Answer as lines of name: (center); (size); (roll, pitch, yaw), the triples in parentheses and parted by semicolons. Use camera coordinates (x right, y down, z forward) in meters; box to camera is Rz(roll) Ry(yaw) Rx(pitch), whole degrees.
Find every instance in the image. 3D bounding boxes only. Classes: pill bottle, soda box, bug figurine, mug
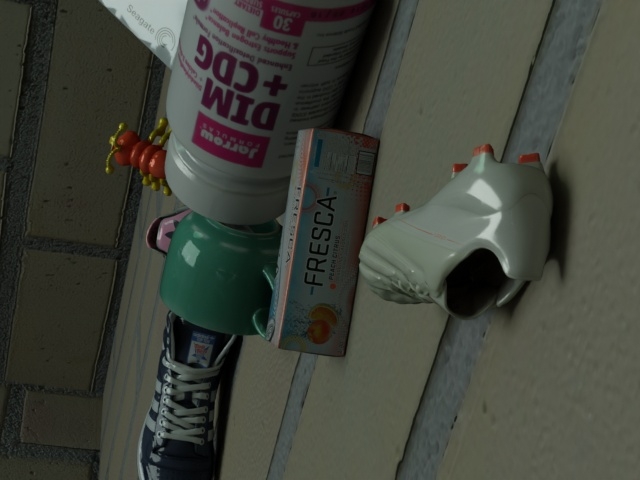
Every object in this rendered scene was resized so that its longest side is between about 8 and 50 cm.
pill bottle: (-0.053, -0.159, 1.130); (0.160, 0.160, 0.283); (-94, 17, -45)
soda box: (0.000, 0.000, 1.017); (0.063, 0.058, 0.183); (-166, 85, -77)
bug figurine: (-0.136, -0.171, 1.418); (0.072, 0.216, 0.279); (-20, -52, -67)
mug: (-0.075, 0.026, 1.221); (0.129, 0.158, 0.097); (-41, -31, -65)

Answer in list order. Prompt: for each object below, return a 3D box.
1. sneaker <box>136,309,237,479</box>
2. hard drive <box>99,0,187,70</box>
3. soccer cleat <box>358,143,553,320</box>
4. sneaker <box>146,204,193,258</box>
sneaker: (-0.161, 0.192, 1.515); (0.153, 0.099, 0.282); (115, 163, -57)
hard drive: (-0.127, -0.384, 1.318); (0.353, 0.233, 0.047); (-55, -21, 24)
soccer cleat: (0.069, 0.013, 0.688); (0.196, 0.068, 0.076); (134, 140, -65)
sneaker: (-0.155, -0.006, 1.546); (0.319, 0.131, 0.112); (162, 116, -76)
